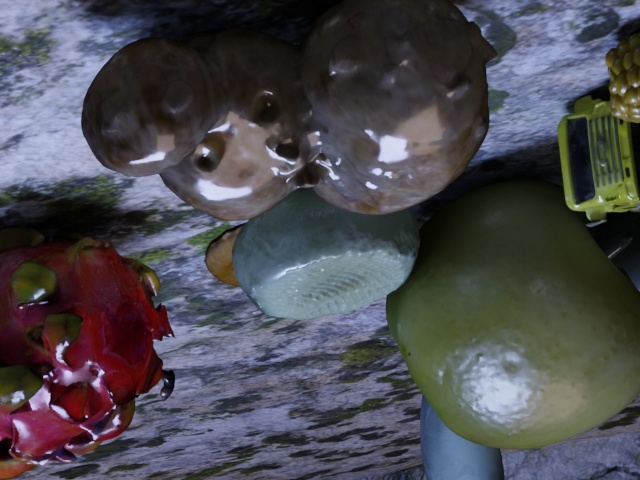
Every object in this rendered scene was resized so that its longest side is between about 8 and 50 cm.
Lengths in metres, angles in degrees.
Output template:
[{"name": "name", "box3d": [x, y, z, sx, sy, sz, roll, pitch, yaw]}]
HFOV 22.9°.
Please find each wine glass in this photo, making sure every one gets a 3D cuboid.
[{"name": "wine glass", "box3d": [0.173, 0.176, 1.948, 0.096, 0.309, 0.264, -15, 163, 14]}]

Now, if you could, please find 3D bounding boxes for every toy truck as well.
[{"name": "toy truck", "box3d": [0.348, -0.077, 1.559, 0.272, 0.124, 0.157, 0, 171, -40]}]

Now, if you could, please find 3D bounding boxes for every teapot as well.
[{"name": "teapot", "box3d": [0.388, 0.022, 1.881, 0.149, 0.162, 0.239, -35, 153, 30]}]

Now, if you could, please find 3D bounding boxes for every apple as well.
[{"name": "apple", "box3d": [0.210, 0.082, 1.685, 0.254, 0.292, 0.292, -36, 159, 6]}]

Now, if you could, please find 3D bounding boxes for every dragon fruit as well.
[{"name": "dragon fruit", "box3d": [-0.288, 0.128, 1.592, 0.243, 0.307, 0.227, 25, -159, 39]}]

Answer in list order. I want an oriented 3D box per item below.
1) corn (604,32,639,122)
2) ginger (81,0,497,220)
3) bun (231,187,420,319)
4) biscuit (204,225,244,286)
[{"name": "corn", "box3d": [0.385, -0.164, 1.317, 0.305, 0.106, 0.106, -17, 162, 23]}, {"name": "ginger", "box3d": [-0.027, -0.093, 1.206, 0.304, 0.155, 0.244, -9, 165, -6]}, {"name": "bun", "box3d": [0.000, 0.000, 1.596, 0.195, 0.118, 0.195, -14, 161, -5]}, {"name": "biscuit", "box3d": [-0.050, 0.025, 1.798, 0.144, 0.033, 0.224, -22, 159, 32]}]
